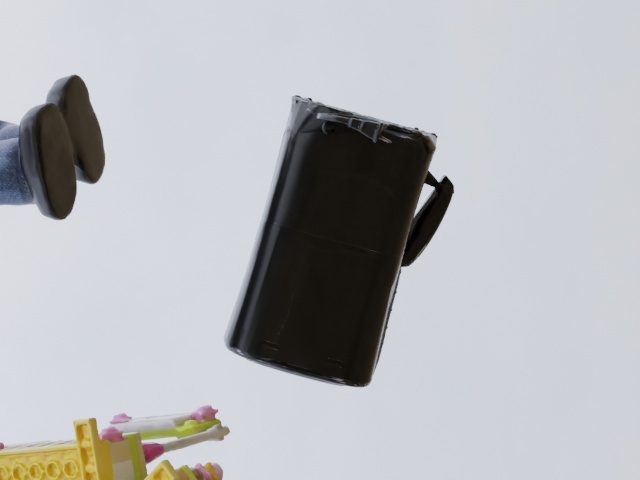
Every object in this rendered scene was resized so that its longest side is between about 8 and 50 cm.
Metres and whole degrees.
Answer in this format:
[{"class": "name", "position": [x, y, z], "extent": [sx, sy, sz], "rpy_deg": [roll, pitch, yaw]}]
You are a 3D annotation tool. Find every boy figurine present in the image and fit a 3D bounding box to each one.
[{"class": "boy figurine", "position": [-0.297, -0.060, 1.296], "extent": [0.177, 0.285, 0.092], "rpy_deg": [-57, -39, -55]}]

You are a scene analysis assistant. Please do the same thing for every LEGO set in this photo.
[{"class": "LEGO set", "position": [-0.067, 0.146, 0.877], "extent": [0.107, 0.287, 0.132], "rpy_deg": [-9, -68, -54]}]

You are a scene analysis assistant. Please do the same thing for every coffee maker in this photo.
[{"class": "coffee maker", "position": [0.000, 0.000, 1.210], "extent": [0.171, 0.120, 0.178], "rpy_deg": [3, -77, -68]}]
